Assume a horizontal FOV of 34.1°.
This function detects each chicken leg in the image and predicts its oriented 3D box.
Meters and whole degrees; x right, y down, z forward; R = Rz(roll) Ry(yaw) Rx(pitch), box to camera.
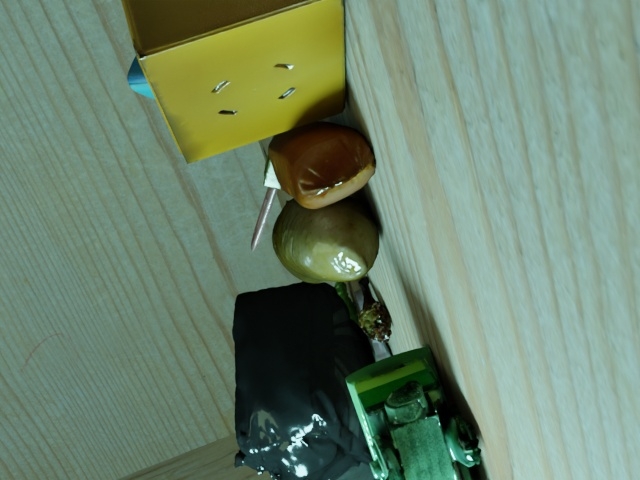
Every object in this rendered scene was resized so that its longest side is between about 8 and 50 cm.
[{"bbox_3d":[0.079,0.107,1.573,0.145,0.037,0.062,-121,33,-66],"label":"chicken leg"}]

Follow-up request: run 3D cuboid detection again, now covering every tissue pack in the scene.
[{"bbox_3d":[-0.083,-0.211,1.046,0.274,0.194,0.145,87,166,-75],"label":"tissue pack"}]

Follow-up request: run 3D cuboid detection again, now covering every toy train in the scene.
[{"bbox_3d":[0.125,0.279,1.196,0.202,0.120,0.301,-115,6,-72],"label":"toy train"}]

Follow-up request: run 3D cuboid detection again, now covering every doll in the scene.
[{"bbox_3d":[0.057,0.158,2.058,0.115,0.050,0.190,-110,3,-64],"label":"doll"}]

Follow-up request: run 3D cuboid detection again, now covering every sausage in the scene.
[{"bbox_3d":[-0.007,-0.097,1.242,0.094,0.097,0.348,63,177,-8],"label":"sausage"},{"bbox_3d":[-0.002,-0.003,1.450,0.136,0.123,0.501,55,175,0],"label":"sausage"}]

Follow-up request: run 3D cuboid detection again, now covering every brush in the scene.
[{"bbox_3d":[-0.065,-0.084,1.527,0.103,0.047,0.234,-88,14,-60],"label":"brush"}]

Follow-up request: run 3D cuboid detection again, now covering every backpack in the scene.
[{"bbox_3d":[-0.002,0.284,1.765,0.446,0.254,0.363,53,-155,-45],"label":"backpack"}]

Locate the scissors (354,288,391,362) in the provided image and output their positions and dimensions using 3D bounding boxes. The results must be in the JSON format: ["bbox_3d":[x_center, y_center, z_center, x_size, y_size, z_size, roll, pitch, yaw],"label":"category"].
[{"bbox_3d":[0.104,0.197,1.712,0.118,0.030,0.242,69,-178,-78],"label":"scissors"}]

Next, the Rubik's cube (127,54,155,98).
[{"bbox_3d":[-0.076,-0.217,1.319,0.254,0.254,0.255,159,90,-86],"label":"Rubik's cube"}]
